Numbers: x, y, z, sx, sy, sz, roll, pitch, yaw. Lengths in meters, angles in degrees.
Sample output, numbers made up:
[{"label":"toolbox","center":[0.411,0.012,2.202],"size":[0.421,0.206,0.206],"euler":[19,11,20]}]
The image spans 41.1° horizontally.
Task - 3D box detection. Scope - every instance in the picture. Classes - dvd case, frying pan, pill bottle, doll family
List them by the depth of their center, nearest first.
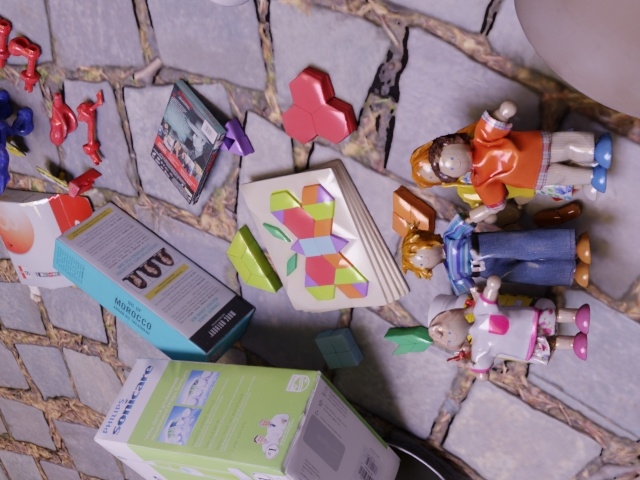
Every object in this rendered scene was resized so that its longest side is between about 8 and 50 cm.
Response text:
[{"label":"doll family","center":[0.151,-0.011,0.740],"size":[0.163,0.118,0.262],"euler":[2,120,11]},{"label":"pill bottle","center":[0.168,0.083,0.841],"size":[0.116,0.065,0.065],"euler":[5,122,33]},{"label":"dvd case","center":[-0.151,-0.109,0.964],"size":[0.087,0.013,0.119],"euler":[49,138,19]},{"label":"frying pan","center":[0.056,0.336,1.107],"size":[0.326,0.053,0.197],"euler":[-18,106,43]}]

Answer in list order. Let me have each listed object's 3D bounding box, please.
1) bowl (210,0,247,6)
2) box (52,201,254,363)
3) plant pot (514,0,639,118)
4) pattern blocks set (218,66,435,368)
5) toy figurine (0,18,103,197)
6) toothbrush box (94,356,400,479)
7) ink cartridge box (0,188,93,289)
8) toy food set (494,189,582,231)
[{"label":"bowl","center":[-0.113,-0.299,0.792],"size":[0.142,0.053,0.142],"euler":[41,134,8]},{"label":"box","center":[-0.212,0.060,1.078],"size":[0.244,0.100,0.060],"euler":[36,136,11]},{"label":"plant pot","center":[0.231,-0.222,0.450],"size":[0.323,0.323,0.280],"euler":[33,151,13]},{"label":"pattern blocks set","center":[0.000,0.000,0.934],"size":[0.285,0.026,0.324],"euler":[-26,102,44]},{"label":"toy figurine","center":[-0.468,-0.157,1.033],"size":[0.363,0.217,0.191],"euler":[37,134,9]},{"label":"toothbrush box","center":[-0.084,0.245,0.994],"size":[0.283,0.122,0.206],"euler":[-4,139,36]},{"label":"ink cartridge box","center":[-0.378,0.005,1.201],"size":[0.179,0.045,0.145],"euler":[8,124,35]},{"label":"toy food set","center":[0.202,-0.026,0.776],"size":[0.078,0.019,0.122],"euler":[31,125,14]}]
